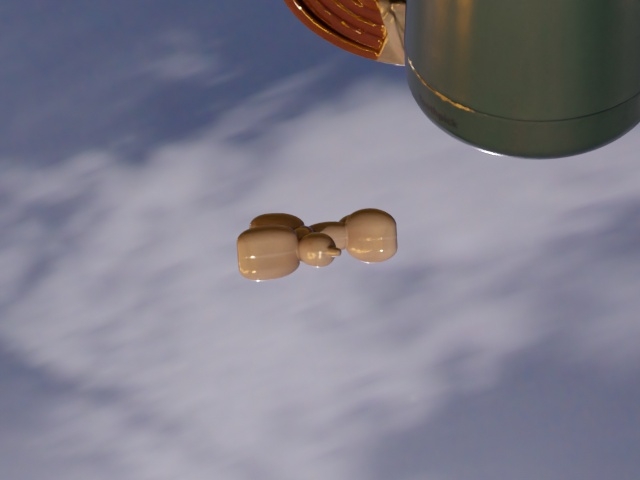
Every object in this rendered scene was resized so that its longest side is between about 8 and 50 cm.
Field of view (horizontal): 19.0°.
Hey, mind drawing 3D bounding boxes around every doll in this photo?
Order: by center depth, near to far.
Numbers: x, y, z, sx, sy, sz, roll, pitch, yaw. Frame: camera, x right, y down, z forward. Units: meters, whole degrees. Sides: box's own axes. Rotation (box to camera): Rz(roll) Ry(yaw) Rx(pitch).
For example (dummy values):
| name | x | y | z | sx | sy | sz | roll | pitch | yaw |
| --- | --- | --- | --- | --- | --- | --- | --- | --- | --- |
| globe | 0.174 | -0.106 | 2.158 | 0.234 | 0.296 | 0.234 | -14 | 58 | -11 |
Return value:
| name | x | y | z | sx | sy | sz | roll | pitch | yaw |
| --- | --- | --- | --- | --- | --- | --- | --- | --- | --- |
| doll | 0.000 | 0.000 | 1.990 | 0.160 | 0.059 | 0.161 | -3 | -171 | 8 |

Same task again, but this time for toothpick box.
| name | x | y | z | sx | sy | sz | roll | pitch | yaw |
| --- | --- | --- | --- | --- | --- | --- | --- | --- | --- |
| toothpick box | 0.095 | -0.137 | 0.836 | 0.120 | 0.184 | 0.120 | -2 | -137 | 2 |

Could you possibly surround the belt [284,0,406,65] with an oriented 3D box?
| name | x | y | z | sx | sy | sz | roll | pitch | yaw |
| --- | --- | --- | --- | --- | --- | --- | --- | --- | --- |
| belt | 0.097 | -0.204 | 1.151 | 0.261 | 0.184 | 0.105 | -25 | -160 | 29 |
